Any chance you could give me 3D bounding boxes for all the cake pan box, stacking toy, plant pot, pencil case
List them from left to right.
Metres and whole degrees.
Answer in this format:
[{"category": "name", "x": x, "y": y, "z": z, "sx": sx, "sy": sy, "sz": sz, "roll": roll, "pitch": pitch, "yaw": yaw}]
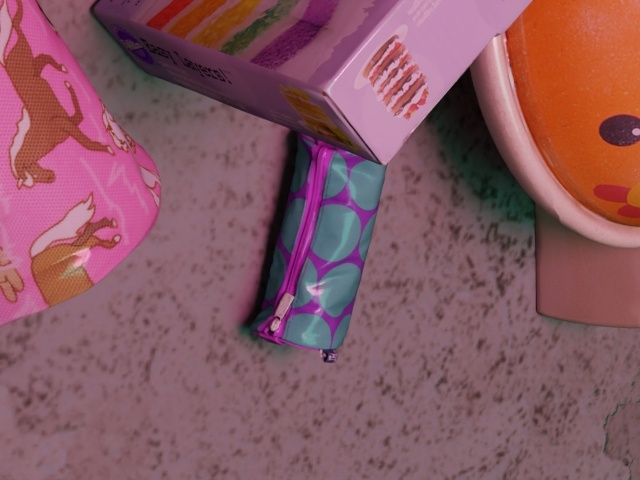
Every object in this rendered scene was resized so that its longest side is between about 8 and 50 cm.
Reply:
[{"category": "pencil case", "x": -0.223, "y": -0.135, "z": 0.748, "sx": 0.386, "sy": 0.167, "sz": 0.160, "roll": 62, "pitch": 39, "yaw": -32}, {"category": "pencil case", "x": 0.000, "y": 0.000, "z": 1.057, "sx": 0.070, "sy": 0.064, "sz": 0.151, "roll": -9, "pitch": 115, "yaw": -62}, {"category": "cake pan box", "x": 0.031, "y": -0.181, "z": 0.889, "sx": 0.267, "sy": 0.246, "sz": 0.070, "roll": -48, "pitch": 130, "yaw": -11}, {"category": "plant pot", "x": 0.238, "y": 0.010, "z": 1.223, "sx": 0.109, "sy": 0.096, "sz": 0.109, "roll": -20, "pitch": 120, "yaw": -30}, {"category": "stacking toy", "x": 0.357, "y": -0.158, "z": 0.969, "sx": 0.350, "sy": 0.480, "sz": 0.350, "roll": -4, "pitch": 96, "yaw": -43}]
